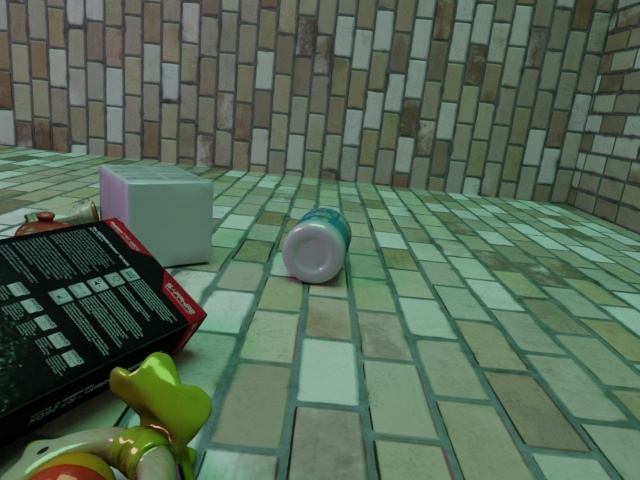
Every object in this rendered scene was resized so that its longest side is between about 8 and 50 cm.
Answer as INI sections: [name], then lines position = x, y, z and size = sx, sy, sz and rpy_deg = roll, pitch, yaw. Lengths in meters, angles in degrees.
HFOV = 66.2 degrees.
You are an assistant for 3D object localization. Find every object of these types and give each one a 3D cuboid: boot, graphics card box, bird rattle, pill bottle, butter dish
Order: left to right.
[graphics card box]
position = -0.355, 0.102, 0.632
size = 0.233, 0.094, 0.371
rpy_deg = 44, 26, 11
[butter dish]
position = -0.590, -0.004, 1.057
size = 0.159, 0.118, 0.160
rpy_deg = -1, 17, -21
[boot]
position = -0.674, -0.053, 1.273
size = 0.165, 0.077, 0.213
rpy_deg = -19, 10, -29
[bird rattle]
position = -0.186, 0.236, 0.426
size = 0.206, 0.143, 0.253
rpy_deg = -7, 30, -5
[pill bottle]
position = 0.000, 0.000, 1.218
size = 0.146, 0.146, 0.264
rpy_deg = 8, 15, 6

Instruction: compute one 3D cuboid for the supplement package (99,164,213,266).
[supplement package]
position = -0.407, -0.068, 1.200
size = 0.198, 0.199, 0.262
rpy_deg = -6, 19, -36
